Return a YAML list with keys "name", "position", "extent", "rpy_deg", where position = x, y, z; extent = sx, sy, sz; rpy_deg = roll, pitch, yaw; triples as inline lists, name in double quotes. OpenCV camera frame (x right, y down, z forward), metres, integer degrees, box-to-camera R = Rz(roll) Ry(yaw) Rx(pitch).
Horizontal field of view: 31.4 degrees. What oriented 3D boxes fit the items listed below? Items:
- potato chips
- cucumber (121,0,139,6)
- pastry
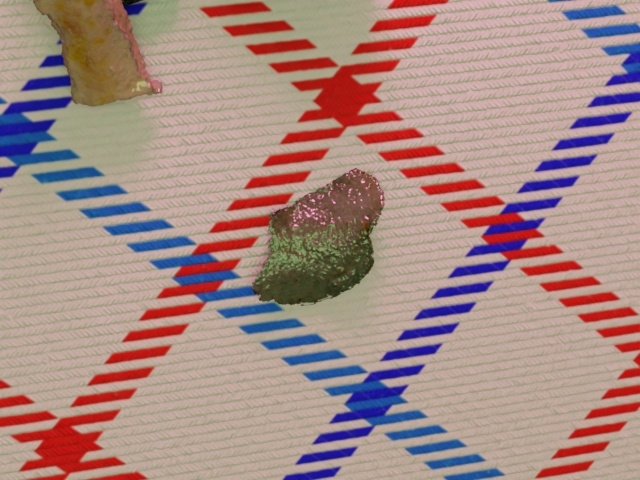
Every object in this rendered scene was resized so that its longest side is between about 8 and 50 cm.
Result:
- name: "potato chips"
  position: [0.002, -0.002, 1.674]
  extent: [0.167, 0.059, 0.228]
  rpy_deg: [17, 99, -2]
- name: "cucumber"
  position: [-0.280, -0.343, 1.555]
  extent: [0.187, 0.058, 0.058]
  rpy_deg: [-16, 104, -5]
- name: "pastry"
  position: [-0.308, -0.282, 1.499]
  extent: [0.122, 0.089, 0.258]
  rpy_deg: [-24, 136, -4]
